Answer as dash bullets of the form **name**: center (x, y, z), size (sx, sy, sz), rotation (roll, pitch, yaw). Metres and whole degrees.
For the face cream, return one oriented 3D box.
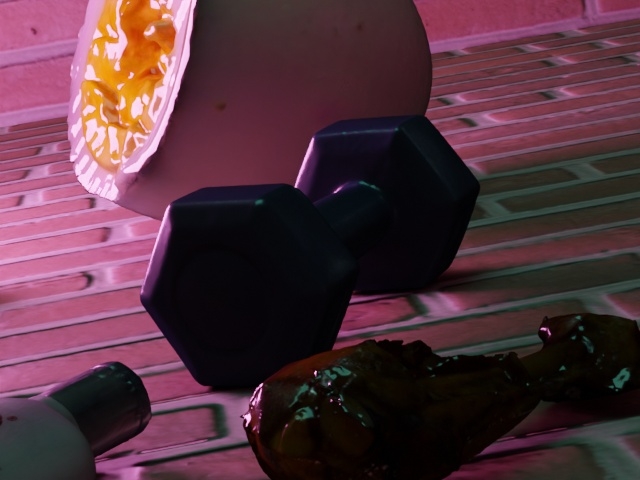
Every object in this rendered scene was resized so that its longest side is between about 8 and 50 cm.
- **face cream**: center (-0.209, 0.142, 1.047), size (0.144, 0.071, 0.291), rotation (12, 22, 34)

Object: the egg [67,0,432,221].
- **egg**: center (-0.043, -0.175, 1.807), size (0.340, 0.354, 0.354), rotation (9, 3, -26)

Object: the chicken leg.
- **chicken leg**: center (0.089, 0.096, 1.047), size (0.304, 0.093, 0.113), rotation (-9, 27, -38)

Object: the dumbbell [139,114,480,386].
- **dumbbell**: center (0.000, 0.000, 1.380), size (0.160, 0.144, 0.325), rotation (-5, 12, 27)
